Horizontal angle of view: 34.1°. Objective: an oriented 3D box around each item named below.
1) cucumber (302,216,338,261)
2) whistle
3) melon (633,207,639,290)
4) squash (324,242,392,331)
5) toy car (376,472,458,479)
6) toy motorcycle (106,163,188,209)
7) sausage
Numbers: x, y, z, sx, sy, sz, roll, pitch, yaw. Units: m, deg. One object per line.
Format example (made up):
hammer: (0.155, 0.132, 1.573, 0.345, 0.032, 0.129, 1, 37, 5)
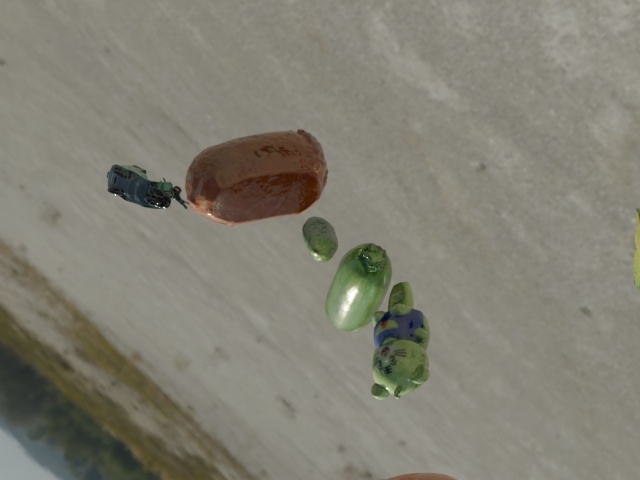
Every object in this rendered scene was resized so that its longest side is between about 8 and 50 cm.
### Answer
cucumber: (0.000, 0.000, 1.186, 0.039, 0.039, 0.168, 51, -175, -12)
whistle: (0.127, 0.156, 1.661, 0.105, 0.227, 0.085, -26, 130, 30)
melon: (0.574, 0.029, 1.854, 0.261, 0.053, 0.114, 74, 176, -60)
squash: (0.068, 0.096, 1.949, 0.107, 0.107, 0.395, 44, 160, 10)
toy car: (0.068, 0.334, 1.095, 0.212, 0.271, 0.180, -41, 57, 41)
toy motorcycle: (-0.325, -0.097, 1.935, 0.173, 0.100, 0.058, 24, 108, 33)
sausage: (-0.115, -0.112, 1.868, 0.141, 0.268, 0.153, -129, 31, -50)
